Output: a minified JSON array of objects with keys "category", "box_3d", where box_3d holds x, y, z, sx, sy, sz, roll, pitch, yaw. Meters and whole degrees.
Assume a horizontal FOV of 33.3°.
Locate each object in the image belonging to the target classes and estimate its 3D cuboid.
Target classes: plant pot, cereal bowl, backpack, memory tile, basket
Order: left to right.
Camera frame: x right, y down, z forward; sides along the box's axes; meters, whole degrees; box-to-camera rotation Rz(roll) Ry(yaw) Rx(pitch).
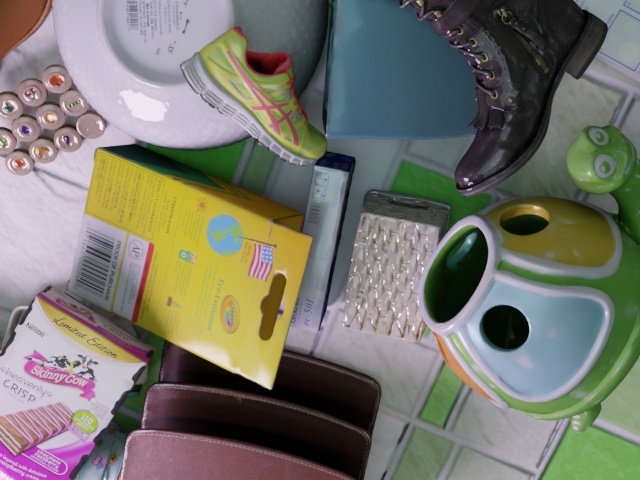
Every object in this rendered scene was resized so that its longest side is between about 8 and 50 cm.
[{"category":"memory tile","box_3d":[-0.358,-0.150,1.358,0.148,0.012,0.113,-26,122,10]},{"category":"backpack","box_3d":[-0.315,0.326,1.449,0.115,0.152,0.182,14,104,-13]},{"category":"cereal bowl","box_3d":[-0.162,-0.264,1.258,0.339,0.141,0.339,2,107,6]},{"category":"basket","box_3d":[0.093,0.034,1.325,0.113,0.103,0.167,10,107,5]},{"category":"plant pot","box_3d":[0.126,-0.203,1.229,0.234,0.166,0.165,4,106,-2]}]

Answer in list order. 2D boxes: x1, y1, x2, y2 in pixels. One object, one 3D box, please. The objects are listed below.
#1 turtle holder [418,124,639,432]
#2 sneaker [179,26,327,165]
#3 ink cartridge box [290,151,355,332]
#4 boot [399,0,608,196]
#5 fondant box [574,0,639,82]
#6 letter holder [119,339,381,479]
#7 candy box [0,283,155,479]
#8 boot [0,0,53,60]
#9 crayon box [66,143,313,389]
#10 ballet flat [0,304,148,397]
[{"category":"turtle holder","box_3d":[0.259,0.053,1.202,0.227,0.243,0.320,21,140,-26]},{"category":"sneaker","box_3d":[-0.053,-0.160,1.195,0.094,0.081,0.208,-46,131,12]},{"category":"ink cartridge box","box_3d":[0.000,0.000,1.331,0.046,0.097,0.207,12,106,4]},{"category":"boot","box_3d":[0.153,-0.204,1.113,0.229,0.091,0.263,34,86,-19]},{"category":"fondant box","box_3d":[0.346,-0.324,1.200,0.330,0.096,0.238,28,107,-2]},{"category":"letter holder","box_3d":[-0.087,0.259,1.387,0.302,0.152,0.214,12,105,4]},{"category":"candy box","box_3d":[-0.333,0.195,1.322,0.159,0.071,0.233,32,98,-5]},{"category":"boot","box_3d":[-0.422,-0.255,1.250,0.109,0.220,0.283,37,107,-4]},{"category":"crayon box","box_3d":[-0.150,0.027,1.312,0.318,0.081,0.202,24,108,24]},{"category":"ballet flat","box_3d":[-0.427,0.154,1.426,0.400,0.139,0.139,-4,105,4]}]
